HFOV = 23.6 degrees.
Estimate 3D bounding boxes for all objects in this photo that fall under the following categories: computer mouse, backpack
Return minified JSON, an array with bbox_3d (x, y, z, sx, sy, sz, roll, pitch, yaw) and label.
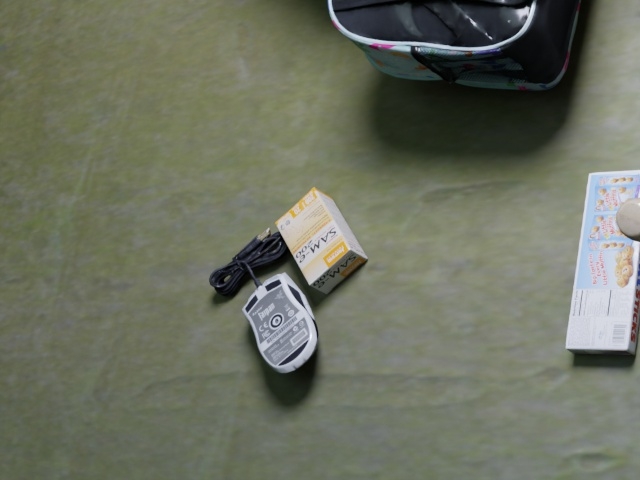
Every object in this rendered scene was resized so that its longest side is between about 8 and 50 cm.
[{"bbox_3d":[-0.049,0.075,1.651,0.106,0.042,0.193,-39,46,11],"label":"computer mouse"},{"bbox_3d":[0.143,-0.265,1.556,0.254,0.191,0.225,5,73,29],"label":"backpack"}]

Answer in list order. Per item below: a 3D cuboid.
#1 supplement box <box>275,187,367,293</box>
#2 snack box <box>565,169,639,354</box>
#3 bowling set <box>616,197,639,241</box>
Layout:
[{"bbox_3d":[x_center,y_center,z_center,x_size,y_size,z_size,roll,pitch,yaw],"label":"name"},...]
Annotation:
[{"bbox_3d":[0.000,0.000,1.648,0.062,0.036,0.098,-42,51,15],"label":"supplement box"},{"bbox_3d":[0.274,0.020,1.444,0.064,0.022,0.178,-2,69,37],"label":"snack box"},{"bbox_3d":[0.371,0.083,1.290,0.287,0.154,0.199,25,105,40],"label":"bowling set"}]
